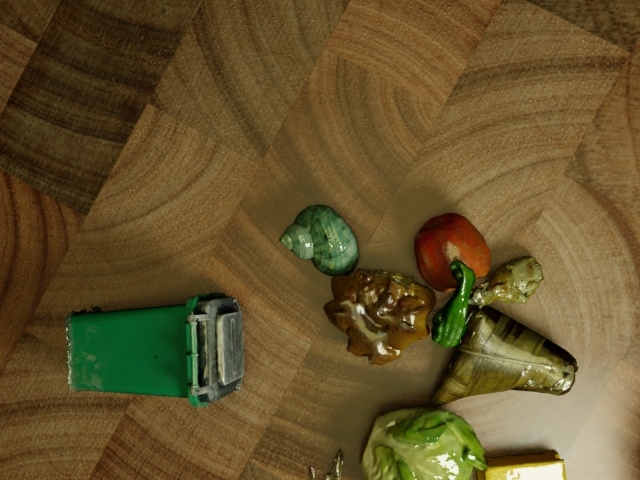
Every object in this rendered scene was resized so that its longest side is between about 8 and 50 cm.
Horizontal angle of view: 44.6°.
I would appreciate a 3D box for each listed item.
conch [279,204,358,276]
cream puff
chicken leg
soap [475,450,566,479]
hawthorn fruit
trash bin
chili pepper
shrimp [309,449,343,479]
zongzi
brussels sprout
[{"bbox_3d":[0.002,0.001,1.893,0.188,0.122,0.175,13,113,9],"label":"conch"},{"bbox_3d":[0.146,0.171,1.860,0.269,0.155,0.241,-20,97,20],"label":"cream puff"},{"bbox_3d":[0.436,0.111,1.835,0.228,0.088,0.103,-26,90,-29],"label":"chicken leg"},{"bbox_3d":[0.491,0.674,1.843,0.204,0.096,0.324,-8,88,5],"label":"soap"},{"bbox_3d":[0.308,0.027,1.841,0.189,0.189,0.189,0,89,5],"label":"hawthorn fruit"},{"bbox_3d":[-0.393,0.261,1.849,0.382,0.295,0.259,-4,88,11],"label":"trash bin"},{"bbox_3d":[0.301,0.155,1.766,0.074,0.100,0.256,3,126,-15],"label":"chili pepper"},{"bbox_3d":[0.015,0.565,1.927,0.083,0.023,0.114,16,94,8],"label":"shrimp"},{"bbox_3d":[0.421,0.332,1.833,0.286,0.134,0.288,30,94,18],"label":"zongzi"},{"bbox_3d":[0.233,0.515,1.811,0.295,0.227,0.259,17,76,14],"label":"brussels sprout"}]
